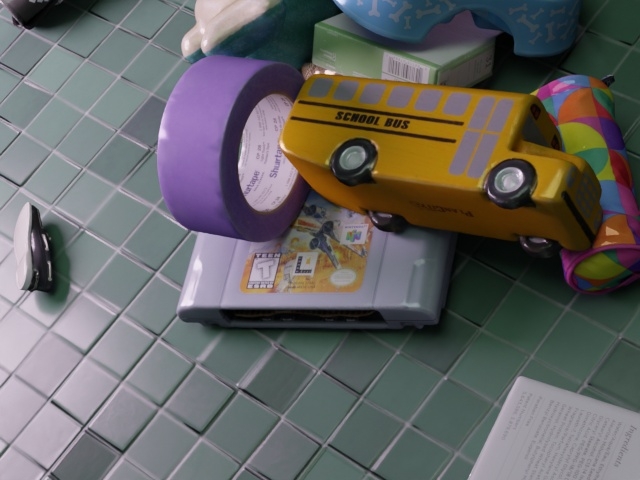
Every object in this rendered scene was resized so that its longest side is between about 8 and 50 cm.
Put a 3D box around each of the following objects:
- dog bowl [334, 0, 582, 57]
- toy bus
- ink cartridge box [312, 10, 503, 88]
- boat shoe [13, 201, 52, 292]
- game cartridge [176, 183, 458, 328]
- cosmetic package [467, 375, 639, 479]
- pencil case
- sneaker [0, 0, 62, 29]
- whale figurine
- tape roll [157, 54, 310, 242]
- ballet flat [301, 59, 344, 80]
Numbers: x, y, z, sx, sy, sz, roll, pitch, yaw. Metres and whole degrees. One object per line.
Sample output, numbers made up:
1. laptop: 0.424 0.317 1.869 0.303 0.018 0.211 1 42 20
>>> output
1. dog bowl: 0.156 -0.289 1.656 0.297 0.074 0.166 5 46 -18
2. toy bus: 0.122 -0.080 1.512 0.333 0.108 0.130 10 65 35
3. ink cartridge box: 0.128 -0.235 1.721 0.171 0.056 0.235 24 36 32
4. boat shoe: -0.333 0.009 1.770 0.046 0.038 0.125 -54 34 36
5. game cartridge: 0.000 0.000 1.631 0.297 0.062 0.198 -1 62 23
6. cosmetic package: 0.239 0.237 1.320 0.184 0.151 0.151 16 65 31
7. pencil case: 0.275 -0.060 1.540 0.104 0.104 0.236 -14 55 13
8. sneaker: -0.278 -0.372 1.952 0.448 0.169 0.257 13 72 37
9. whale figurine: -0.056 -0.248 1.724 0.216 0.141 0.272 -32 15 14
10. tape roll: -0.083 -0.096 1.578 0.080 0.189 0.189 10 62 30
11. ballet flat: 0.054 -0.152 1.708 0.206 0.073 0.067 17 76 33
